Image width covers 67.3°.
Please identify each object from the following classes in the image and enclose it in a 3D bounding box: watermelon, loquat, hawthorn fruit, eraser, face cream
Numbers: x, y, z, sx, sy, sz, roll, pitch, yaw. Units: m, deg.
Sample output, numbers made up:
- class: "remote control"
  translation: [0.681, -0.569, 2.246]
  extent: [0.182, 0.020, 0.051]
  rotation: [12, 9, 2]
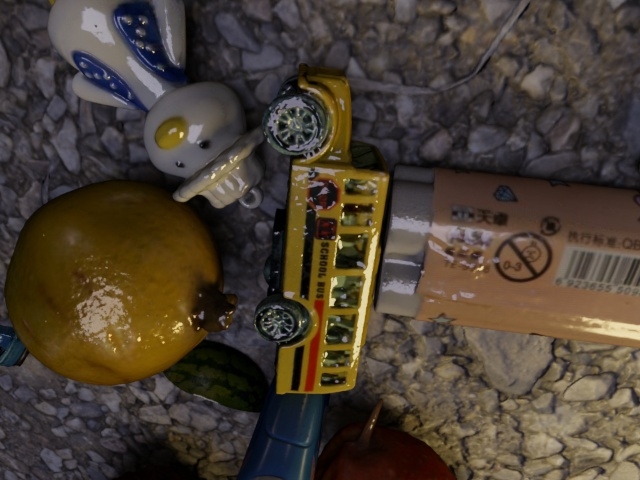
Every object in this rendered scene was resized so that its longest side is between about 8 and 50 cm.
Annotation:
- class: "watermelon"
  translation: [-0.136, 0.177, 0.652]
  extent: [0.163, 0.087, 0.069]
  rotation: [24, 80, -5]
- class: "loquat"
  translation: [-0.192, 0.048, 0.502]
  extent: [0.246, 0.213, 0.213]
  rotation: [15, 118, 20]
- class: "hawthorn fruit"
  translation: [0.081, 0.327, 0.608]
  extent: [0.211, 0.210, 0.262]
  rotation: [-16, 94, 17]
- class: "eraser"
  translation: [0.208, 0.023, 0.489]
  extent: [0.291, 0.087, 0.171]
  rotation: [7, 115, 4]
- class: "face cream"
  translation: [-0.047, 0.256, 0.548]
  extent: [0.083, 0.264, 0.149]
  rotation: [15, 117, 3]

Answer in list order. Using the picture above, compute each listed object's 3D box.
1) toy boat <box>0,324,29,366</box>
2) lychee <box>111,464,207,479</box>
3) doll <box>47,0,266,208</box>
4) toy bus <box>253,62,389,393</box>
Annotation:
- class: "toy boat"
  translation: [-0.432, 0.134, 0.670]
  extent: [0.061, 0.060, 0.137]
  rotation: [28, 125, -26]
- class: "lychee"
  translation: [-0.252, 0.477, 0.674]
  extent: [0.330, 0.306, 0.306]
  rotation: [-25, 109, 23]
- class: "doll"
  translation: [-0.153, -0.145, 0.455]
  extent: [0.138, 0.119, 0.293]
  rotation: [-34, 106, 13]
- class: "toy bus"
  translation: [0.000, 0.000, 0.500]
  extent: [0.123, 0.121, 0.335]
  rotation: [5, 117, -3]
